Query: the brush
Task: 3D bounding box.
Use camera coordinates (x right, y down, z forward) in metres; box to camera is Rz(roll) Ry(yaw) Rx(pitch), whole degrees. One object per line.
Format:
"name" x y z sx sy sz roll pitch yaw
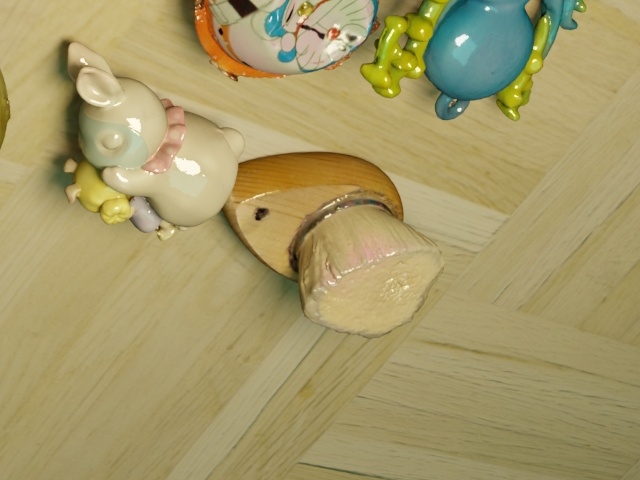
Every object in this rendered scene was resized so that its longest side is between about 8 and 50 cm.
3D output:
"brush" 0.000 0.000 1.904 0.267 0.166 0.174 16 123 -37

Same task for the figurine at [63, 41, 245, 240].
"figurine" -0.208 -0.103 1.717 0.155 0.127 0.235 -37 135 24

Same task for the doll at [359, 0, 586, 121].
"doll" 0.177 -0.279 1.767 0.346 0.099 0.341 -13 127 -45

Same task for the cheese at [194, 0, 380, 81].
"cheese" -0.058 -0.269 1.620 0.217 0.129 0.329 -42 138 12

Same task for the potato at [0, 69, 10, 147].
"potato" -0.428 -0.131 1.514 0.210 0.173 0.307 -44 140 23
